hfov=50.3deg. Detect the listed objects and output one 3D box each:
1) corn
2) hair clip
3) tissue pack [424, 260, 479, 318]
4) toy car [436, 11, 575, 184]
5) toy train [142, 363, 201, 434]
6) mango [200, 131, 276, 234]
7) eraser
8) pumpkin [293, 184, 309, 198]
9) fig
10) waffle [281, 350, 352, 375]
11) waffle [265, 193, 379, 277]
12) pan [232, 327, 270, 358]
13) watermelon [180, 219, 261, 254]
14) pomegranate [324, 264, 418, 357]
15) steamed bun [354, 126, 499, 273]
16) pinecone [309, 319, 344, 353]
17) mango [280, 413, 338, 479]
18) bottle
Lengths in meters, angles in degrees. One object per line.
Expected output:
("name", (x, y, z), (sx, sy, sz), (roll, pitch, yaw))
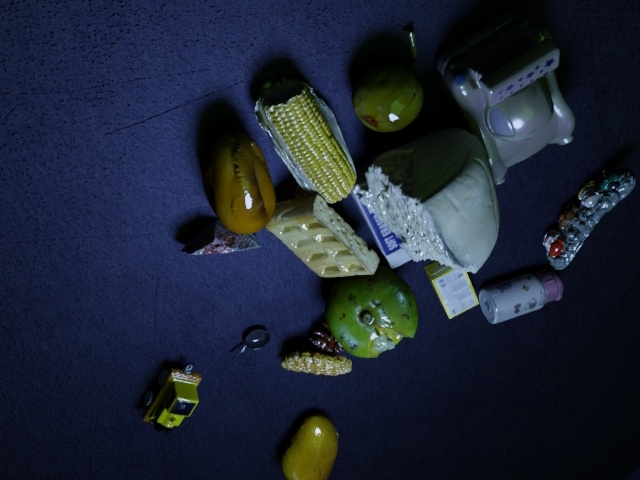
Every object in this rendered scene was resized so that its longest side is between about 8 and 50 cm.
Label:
("corn", (-0.027, -0.206, 1.429), (0.123, 0.122, 0.305), (-10, 133, 26))
("hair clip", (0.695, -0.071, 1.817), (0.091, 0.138, 0.321), (29, 114, -3))
("tissue pack", (0.357, 0.123, 1.854), (0.095, 0.062, 0.176), (-29, 131, 3))
("toy car", (0.421, -0.287, 1.467), (0.242, 0.226, 0.336), (-31, 129, 2))
("toy train", (-0.376, 0.410, 1.731), (0.089, 0.127, 0.219), (21, 114, -32))
("mango", (-0.163, -0.115, 1.404), (0.136, 0.166, 0.236), (-20, 131, -13))
("eraser", (0.164, -0.067, 1.621), (0.124, 0.081, 0.279), (-30, 130, 0))
("pumpkin", (-0.029, -0.102, 1.553), (0.050, 0.028, 0.083), (-34, 121, 3))
("fig", (0.146, -0.315, 1.418), (0.142, 0.186, 0.148), (-16, 122, 48))
("waffle", (-0.010, 0.329, 1.820), (0.191, 0.038, 0.191), (4, 157, 2))
("waffle", (0.000, 0.000, 1.567), (0.168, 0.057, 0.274), (-7, 143, 37))
("pan", (-0.184, 0.265, 1.766), (0.115, 0.023, 0.068), (-37, 131, 4))
("watermelon", (-0.217, 0.003, 1.524), (0.180, 0.094, 0.081), (-12, 127, -33))
("pomegranate", (0.142, 0.178, 1.731), (0.236, 0.236, 0.302), (-44, 161, 13))
("steamed bun", (0.266, -0.064, 1.445), (0.273, 0.272, 0.290), (-35, 134, 1))
("pinecone", (0.027, 0.258, 1.800), (0.102, 0.102, 0.109), (26, 127, -35))
("mango", (-0.028, 0.625, 2.033), (0.167, 0.130, 0.262), (10, 114, -22))
("bottle", (0.575, 0.152, 1.933), (0.233, 0.110, 0.110), (-17, 129, -10))
